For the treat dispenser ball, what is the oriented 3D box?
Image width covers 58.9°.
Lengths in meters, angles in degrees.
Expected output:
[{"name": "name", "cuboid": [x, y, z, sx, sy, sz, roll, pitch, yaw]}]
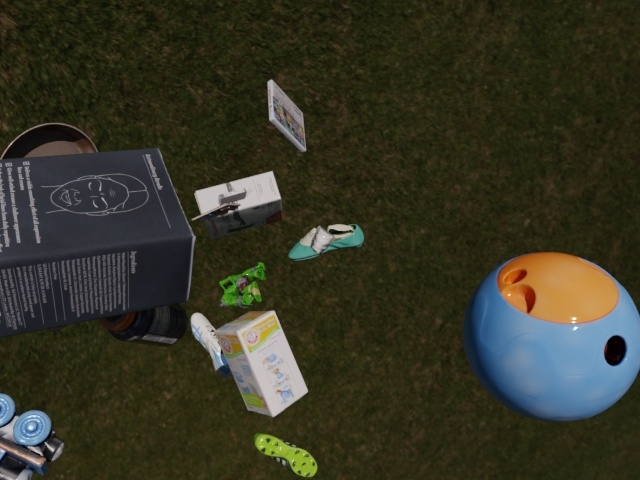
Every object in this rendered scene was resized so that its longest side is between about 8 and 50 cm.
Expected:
[{"name": "treat dispenser ball", "cuboid": [0.391, 0.162, 0.975, 0.288, 0.288, 0.288, -15, 119, -28]}]

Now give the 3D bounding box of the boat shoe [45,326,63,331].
[{"name": "boat shoe", "cuboid": [-0.795, 0.099, 1.587, 0.123, 0.342, 0.123, -26, 151, -7]}]

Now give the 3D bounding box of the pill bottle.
[{"name": "pill bottle", "cuboid": [-0.449, 0.195, 1.428, 0.130, 0.130, 0.246, -53, 157, -2]}]

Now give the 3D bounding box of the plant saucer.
[{"name": "plant saucer", "cuboid": [-0.725, -0.162, 1.508, 0.310, 0.050, 0.310, -38, 139, -44]}]

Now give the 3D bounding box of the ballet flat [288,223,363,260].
[{"name": "ballet flat", "cuboid": [0.013, -0.006, 1.784, 0.247, 0.083, 0.087, -13, 120, -4]}]

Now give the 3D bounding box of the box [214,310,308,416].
[{"name": "box", "cuboid": [-0.131, 0.265, 1.245, 0.103, 0.114, 0.203, -27, 100, -36]}]

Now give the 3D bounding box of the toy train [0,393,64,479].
[{"name": "toy train", "cuboid": [-0.414, 0.241, 0.690, 0.184, 0.080, 0.105, 29, 55, -5]}]

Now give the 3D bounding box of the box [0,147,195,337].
[{"name": "box", "cuboid": [-0.493, -0.010, 1.157, 0.395, 0.293, 0.212, -9, 138, -26]}]

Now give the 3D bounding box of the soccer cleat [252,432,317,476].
[{"name": "soccer cleat", "cuboid": [-0.085, 0.513, 1.369, 0.179, 0.072, 0.060, 36, 75, -18]}]

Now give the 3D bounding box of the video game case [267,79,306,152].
[{"name": "video game case", "cuboid": [-0.116, -0.426, 1.954, 0.023, 0.183, 0.201, -21, 145, 23]}]

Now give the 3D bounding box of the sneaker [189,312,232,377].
[{"name": "sneaker", "cuboid": [-0.337, 0.326, 1.822, 0.086, 0.237, 0.085, -41, 165, 24]}]

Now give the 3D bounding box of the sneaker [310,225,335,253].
[{"name": "sneaker", "cuboid": [0.000, 0.000, 1.400, 0.054, 0.152, 0.061, 34, 93, 3]}]

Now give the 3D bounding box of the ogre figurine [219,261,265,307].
[{"name": "ogre figurine", "cuboid": [-0.238, 0.141, 1.728, 0.118, 0.197, 0.097, -17, 137, 19]}]

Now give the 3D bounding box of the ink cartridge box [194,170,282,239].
[{"name": "ink cartridge box", "cuboid": [-0.278, -0.118, 1.963, 0.273, 0.114, 0.197, -15, 161, -8]}]

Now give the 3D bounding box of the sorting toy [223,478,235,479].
[{"name": "sorting toy", "cuboid": [-0.129, 0.646, 1.427, 0.307, 0.229, 0.041, 37, 61, -49]}]

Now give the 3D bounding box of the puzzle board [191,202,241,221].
[{"name": "puzzle board", "cuboid": [-0.262, -0.070, 1.443, 0.096, 0.128, 0.011, -24, 89, 9]}]
